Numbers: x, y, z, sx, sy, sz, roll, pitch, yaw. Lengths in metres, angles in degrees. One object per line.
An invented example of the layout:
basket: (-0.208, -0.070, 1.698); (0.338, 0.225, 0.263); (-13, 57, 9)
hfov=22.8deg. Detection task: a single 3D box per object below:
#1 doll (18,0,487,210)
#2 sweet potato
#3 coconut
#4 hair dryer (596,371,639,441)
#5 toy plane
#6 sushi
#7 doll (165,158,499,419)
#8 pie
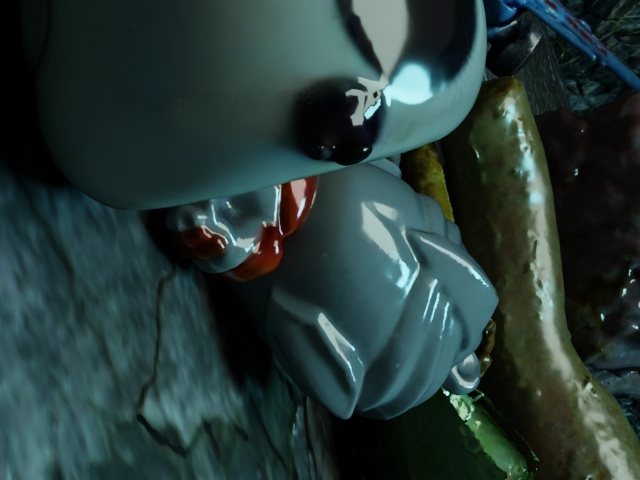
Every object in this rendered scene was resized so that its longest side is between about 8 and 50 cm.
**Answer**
doll: (-0.028, -0.093, 0.380); (0.107, 0.110, 0.181); (138, -65, -71)
sweet potato: (0.125, 0.107, 0.837); (0.109, 0.109, 0.385); (-30, 99, -77)
coconut: (0.048, 0.071, 0.640); (0.158, 0.055, 0.133); (50, 19, -67)
hair dryer: (0.268, 0.252, 1.293); (0.210, 0.125, 0.352); (-24, 106, -77)
toy plane: (0.112, -0.177, 1.049); (0.254, 0.105, 0.271); (37, 7, -10)
sushi: (0.202, 0.002, 1.008); (0.270, 0.236, 0.171); (1, 71, -61)
doll: (0.000, 0.000, 0.491); (0.180, 0.079, 0.094); (44, 46, -43)
pie: (0.057, 0.015, 0.783); (0.191, 0.033, 0.088); (-102, 179, -56)
